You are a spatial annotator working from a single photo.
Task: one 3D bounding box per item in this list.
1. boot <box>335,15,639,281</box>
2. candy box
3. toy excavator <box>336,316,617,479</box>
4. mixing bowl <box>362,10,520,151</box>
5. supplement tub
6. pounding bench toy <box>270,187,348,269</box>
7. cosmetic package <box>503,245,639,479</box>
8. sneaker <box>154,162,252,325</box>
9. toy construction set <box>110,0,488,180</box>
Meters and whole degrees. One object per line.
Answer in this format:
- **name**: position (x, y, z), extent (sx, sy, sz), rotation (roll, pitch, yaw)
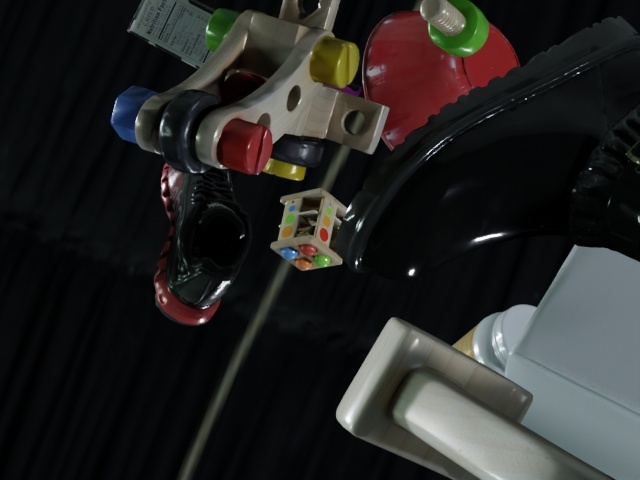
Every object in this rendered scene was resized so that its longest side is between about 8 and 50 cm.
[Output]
- **boot**: position (0.213, -0.016, 1.065), extent (0.260, 0.348, 0.131), rotation (51, 167, 26)
- **candy box**: position (-0.085, -0.209, 1.540), extent (0.233, 0.071, 0.159), rotation (30, -173, 18)
- **toy excavator**: position (0.248, 0.201, 0.760), extent (0.445, 0.222, 0.433), rotation (31, -179, -12)
- **mixing bowl**: position (0.142, -0.163, 1.363), extent (0.181, 0.181, 0.098), rotation (26, 152, -36)
- **supplement tub**: position (0.259, 0.193, 1.951), extent (0.144, 0.144, 0.199), rotation (23, 139, -18)
- **pounding bench toy**: position (0.000, 0.000, 1.303), extent (0.052, 0.065, 0.083), rotation (-11, 146, 37)
- **cosmetic package**: position (0.413, 0.108, 1.378), extent (0.327, 0.393, 0.329), rotation (27, 153, 17)
- **sneaker**: position (-0.140, -0.036, 1.659), extent (0.098, 0.276, 0.135), rotation (18, 144, -25)
- **toy construction set**: position (0.014, -0.164, 0.976), extent (0.309, 0.257, 0.237), rotation (-8, 169, 25)
